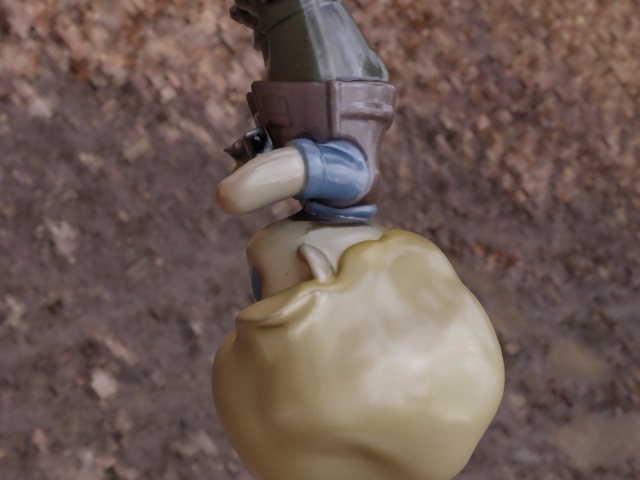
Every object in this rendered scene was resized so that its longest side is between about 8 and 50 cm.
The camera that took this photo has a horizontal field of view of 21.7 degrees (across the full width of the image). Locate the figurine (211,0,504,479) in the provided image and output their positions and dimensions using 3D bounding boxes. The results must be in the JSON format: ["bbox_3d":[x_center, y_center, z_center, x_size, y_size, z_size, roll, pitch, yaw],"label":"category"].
[{"bbox_3d":[0.000,0.000,0.614,0.114,0.108,0.196,161,-86,-77],"label":"figurine"}]
